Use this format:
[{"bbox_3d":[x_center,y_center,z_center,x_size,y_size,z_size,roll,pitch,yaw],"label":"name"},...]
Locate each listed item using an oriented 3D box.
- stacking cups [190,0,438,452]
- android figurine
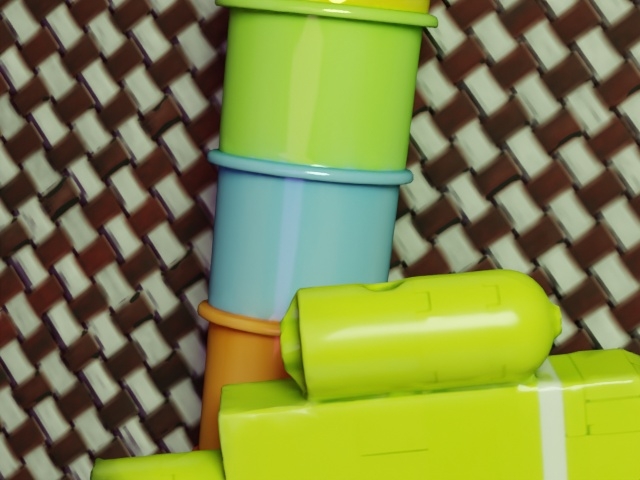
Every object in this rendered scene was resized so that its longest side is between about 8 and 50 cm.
[{"bbox_3d":[0.000,0.000,0.708,0.096,0.096,0.316,5,96,20],"label":"stacking cups"},{"bbox_3d":[0.054,0.132,0.663,0.272,0.056,0.248,-3,101,1],"label":"android figurine"}]
